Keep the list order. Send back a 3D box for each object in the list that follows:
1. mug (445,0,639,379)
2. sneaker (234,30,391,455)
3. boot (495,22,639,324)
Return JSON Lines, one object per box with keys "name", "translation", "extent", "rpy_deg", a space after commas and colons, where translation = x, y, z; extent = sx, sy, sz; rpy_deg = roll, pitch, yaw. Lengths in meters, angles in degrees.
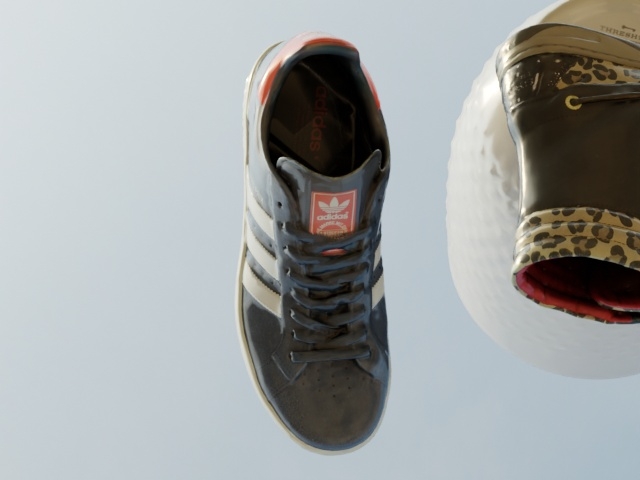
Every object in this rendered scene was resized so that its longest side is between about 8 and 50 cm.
{"name": "mug", "translation": [0.290, -0.040, 1.437], "extent": [0.374, 0.328, 0.276], "rpy_deg": [28, -110, 17]}
{"name": "sneaker", "translation": [0.000, 0.000, 1.328], "extent": [0.131, 0.148, 0.350], "rpy_deg": [-7, -94, -15]}
{"name": "boot", "translation": [0.215, -0.025, 0.982], "extent": [0.236, 0.085, 0.179], "rpy_deg": [14, -127, -10]}
